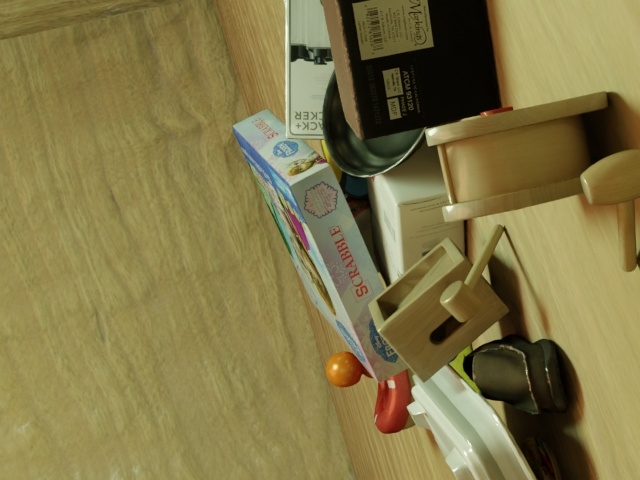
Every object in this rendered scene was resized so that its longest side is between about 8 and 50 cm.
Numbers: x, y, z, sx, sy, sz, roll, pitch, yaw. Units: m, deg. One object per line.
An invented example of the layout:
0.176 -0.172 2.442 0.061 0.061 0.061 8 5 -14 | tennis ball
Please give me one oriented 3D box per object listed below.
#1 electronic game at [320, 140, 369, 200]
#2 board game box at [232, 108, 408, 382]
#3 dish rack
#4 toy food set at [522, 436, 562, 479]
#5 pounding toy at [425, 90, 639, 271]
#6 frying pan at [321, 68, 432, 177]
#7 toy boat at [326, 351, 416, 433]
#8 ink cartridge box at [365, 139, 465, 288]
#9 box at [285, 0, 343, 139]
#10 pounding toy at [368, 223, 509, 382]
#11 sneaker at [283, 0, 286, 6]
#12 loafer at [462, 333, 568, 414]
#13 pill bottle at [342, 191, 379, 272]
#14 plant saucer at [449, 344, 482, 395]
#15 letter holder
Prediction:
0.053 -0.171 1.980 0.229 0.048 0.229 26 119 60 | electronic game
0.000 0.000 1.930 0.318 0.066 0.319 66 173 -23 | board game box
0.195 0.287 1.575 0.286 0.072 0.333 61 178 -13 | dish rack
0.252 0.262 1.556 0.082 0.020 0.083 141 116 -82 | toy food set
0.169 -0.034 1.138 0.269 0.154 0.155 -170 67 -83 | pounding toy
0.065 -0.225 1.713 0.197 0.053 0.326 -36 53 36 | frying pan
0.083 0.202 2.235 0.151 0.151 0.231 174 83 -83 | toy boat
0.122 -0.019 1.774 0.159 0.092 0.218 -111 12 -47 | ink cartridge box
0.007 -0.282 1.830 0.169 0.087 0.290 -57 -32 -77 | box
0.159 0.071 1.543 0.094 0.181 0.206 49 -175 -11 | pounding toy
0.011 -0.328 2.110 0.236 0.095 0.105 -120 11 -64 | sneaker
0.205 0.150 1.485 0.220 0.078 0.080 170 87 -83 | loafer
0.069 -0.041 2.081 0.193 0.108 0.108 -116 15 -60 | pill bottle
0.173 0.174 1.914 0.188 0.045 0.188 -167 64 -82 | plant saucer
0.070 -0.286 1.472 0.214 0.152 0.302 -119 17 -71 | letter holder
